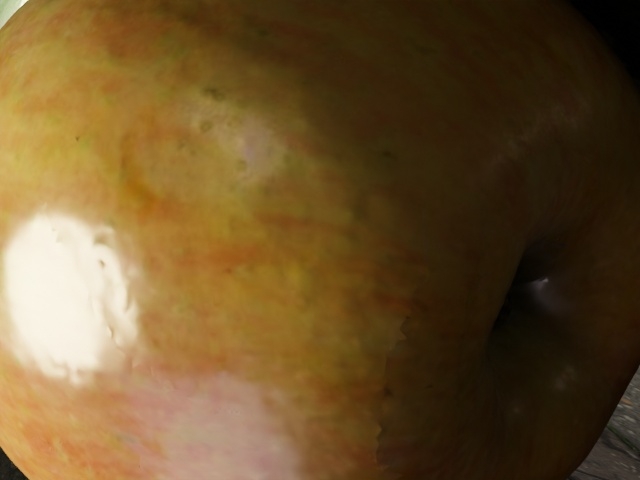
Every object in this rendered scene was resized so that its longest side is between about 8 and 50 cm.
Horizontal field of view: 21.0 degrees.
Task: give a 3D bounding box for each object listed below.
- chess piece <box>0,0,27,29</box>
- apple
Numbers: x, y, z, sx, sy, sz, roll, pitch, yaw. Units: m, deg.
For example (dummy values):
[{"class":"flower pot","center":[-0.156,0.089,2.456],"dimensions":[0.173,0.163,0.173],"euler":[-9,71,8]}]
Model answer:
[{"class":"chess piece","center":[-0.231,-0.238,1.086],"dimensions":[0.272,0.139,0.139],"euler":[39,165,-7]},{"class":"apple","center":[0.000,0.000,0.959],"dimensions":[0.346,0.391,0.391],"euler":[15,163,46]}]
